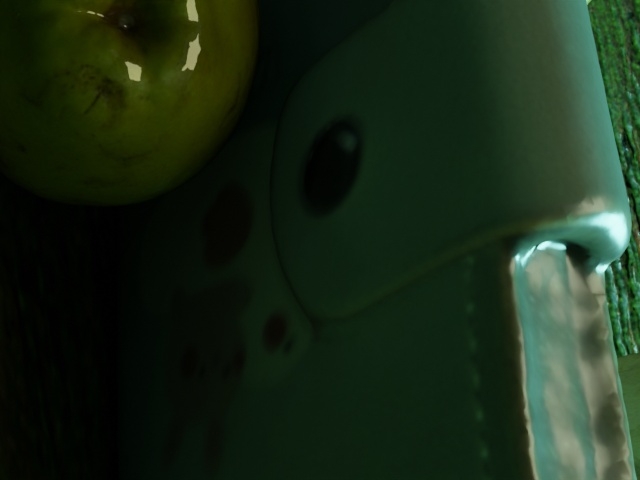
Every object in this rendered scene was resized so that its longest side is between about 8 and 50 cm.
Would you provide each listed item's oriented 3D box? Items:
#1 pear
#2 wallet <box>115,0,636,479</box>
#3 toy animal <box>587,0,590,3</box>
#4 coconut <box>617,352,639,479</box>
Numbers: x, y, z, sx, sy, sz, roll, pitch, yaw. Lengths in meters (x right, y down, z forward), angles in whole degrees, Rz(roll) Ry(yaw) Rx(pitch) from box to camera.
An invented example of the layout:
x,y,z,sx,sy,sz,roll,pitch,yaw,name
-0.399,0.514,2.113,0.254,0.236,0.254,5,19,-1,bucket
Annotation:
x,y,z,sx,sy,sz,roll,pitch,yaw,name
-0.070,-0.064,0.515,0.131,0.107,0.107,-150,-132,-76,pear
0.000,0.000,0.558,0.083,0.252,0.360,12,62,-34,wallet
0.053,-0.198,0.923,0.226,0.188,0.358,-150,-135,-68,toy animal
0.194,0.255,1.072,0.297,0.297,0.309,-58,131,-72,coconut
